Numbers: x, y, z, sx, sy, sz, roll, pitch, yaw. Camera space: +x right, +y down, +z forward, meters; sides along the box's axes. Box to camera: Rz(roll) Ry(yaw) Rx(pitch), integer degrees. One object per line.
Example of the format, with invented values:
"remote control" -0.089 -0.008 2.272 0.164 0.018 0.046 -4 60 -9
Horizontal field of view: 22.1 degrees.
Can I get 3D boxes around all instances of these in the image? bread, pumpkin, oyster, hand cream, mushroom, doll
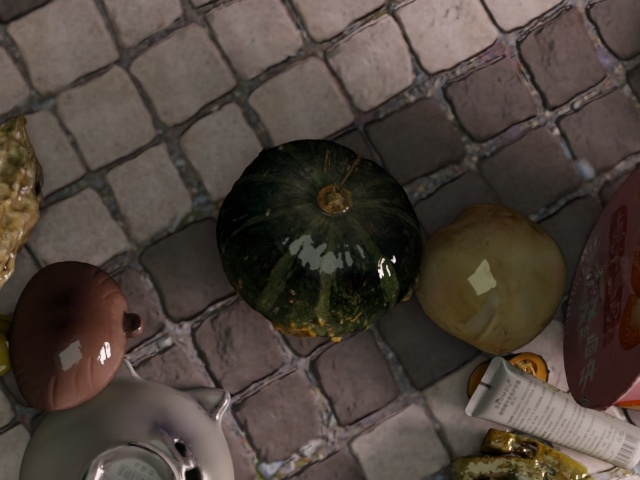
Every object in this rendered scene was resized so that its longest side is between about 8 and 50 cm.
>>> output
"bread" 0.192 0.249 1.552 0.156 0.064 0.117 23 83 -6
"pumpkin" -0.001 -0.001 1.499 0.190 0.146 0.190 -3 54 4
"oyster" -0.293 -0.003 1.476 0.072 0.209 0.133 6 130 -4
"pumpkin" 0.179 0.133 1.573 0.083 0.028 0.050 -13 103 -4
"hand cream" 0.236 0.172 1.563 0.194 0.042 0.067 24 110 -12
"mushroom" 0.160 0.035 1.535 0.148 0.112 0.148 1 86 -9
"doll" -0.258 0.082 1.502 0.188 0.096 0.145 11 59 22

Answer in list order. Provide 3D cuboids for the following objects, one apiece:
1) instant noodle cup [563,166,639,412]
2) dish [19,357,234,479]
"instant noodle cup" 0.377 0.072 1.504 0.231 0.243 0.243 18 85 -11
"dish" -0.166 0.222 1.500 0.228 0.086 0.236 -33 92 -7
